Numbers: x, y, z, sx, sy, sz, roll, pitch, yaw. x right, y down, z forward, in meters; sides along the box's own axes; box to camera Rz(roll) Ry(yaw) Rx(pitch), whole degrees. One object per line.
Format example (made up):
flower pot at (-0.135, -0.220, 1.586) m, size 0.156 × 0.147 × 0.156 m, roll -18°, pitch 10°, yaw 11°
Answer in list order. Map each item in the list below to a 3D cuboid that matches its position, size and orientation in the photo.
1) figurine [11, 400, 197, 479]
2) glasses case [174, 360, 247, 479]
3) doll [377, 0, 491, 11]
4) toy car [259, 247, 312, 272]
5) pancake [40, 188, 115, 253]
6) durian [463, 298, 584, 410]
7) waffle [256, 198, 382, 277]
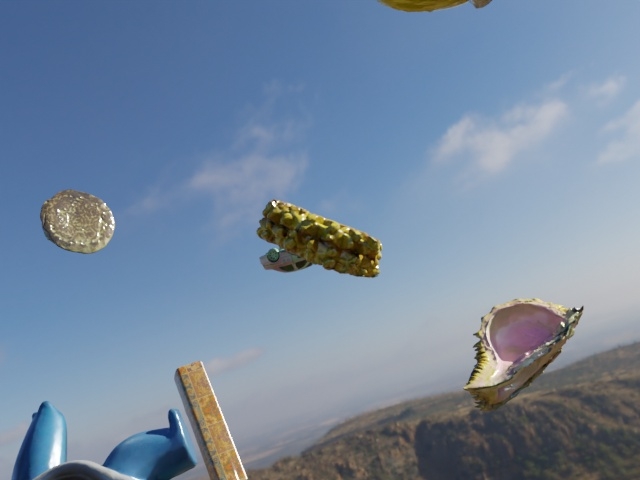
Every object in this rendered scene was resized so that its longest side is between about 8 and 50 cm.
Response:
figurine at (-0.220, 0.332, 0.655) m, size 0.416 × 0.297 × 0.243 m, roll -10°, pitch 21°, yaw 39°
glasses case at (-0.183, 0.311, 1.039) m, size 0.049 × 0.218 × 0.075 m, roll -14°, pitch -35°, yaw -24°
doll at (0.138, -0.377, 0.734) m, size 0.237 × 0.252 × 0.111 m, roll -33°, pitch -17°, yaw 25°
toy car at (-0.047, 0.037, 1.656) m, size 0.224 × 0.076 × 0.090 m, roll -13°, pitch 2°, yaw 25°
pancake at (-0.368, -0.029, 0.960) m, size 0.115 × 0.114 × 0.011 m, roll -8°, pitch -28°, yaw -36°
durian at (0.411, 0.261, 1.344) m, size 0.305 × 0.195 × 0.186 m, roll -39°, pitch 40°, yaw -19°
waffle at (0.000, 0.000, 0.954) m, size 0.193 × 0.070 × 0.197 m, roll 20°, pitch 1°, yaw -6°
